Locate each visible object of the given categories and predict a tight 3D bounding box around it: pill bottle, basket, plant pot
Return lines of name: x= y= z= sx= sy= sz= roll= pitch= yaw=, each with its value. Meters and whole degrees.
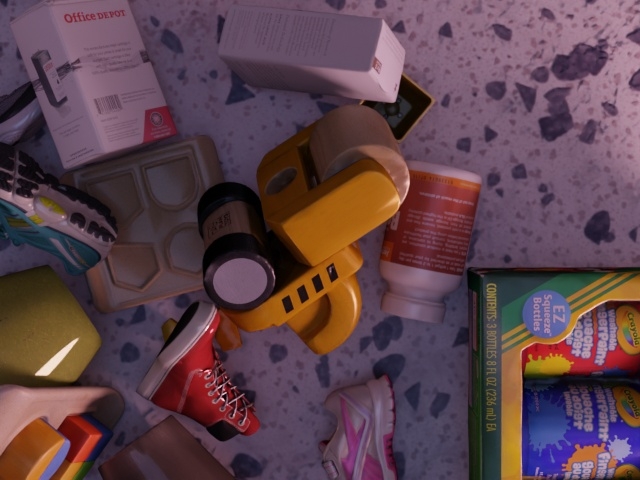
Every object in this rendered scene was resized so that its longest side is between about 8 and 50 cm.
pill bottle: x=0.149 y=0.001 z=1.773 sx=0.121 sy=0.121 sz=0.216 roll=12 pitch=91 yaw=-1
basket: x=-0.194 y=0.372 z=1.772 sx=0.204 sy=0.154 sz=0.227 roll=-35 pitch=88 yaw=0
plant pot: x=0.104 y=-0.190 z=1.786 sx=0.081 sy=0.083 sz=0.081 roll=39 pitch=92 yaw=-1
plant pot: x=-0.456 y=0.170 z=1.724 sx=0.293 sy=0.275 sz=0.275 roll=-35 pitch=92 yaw=-14

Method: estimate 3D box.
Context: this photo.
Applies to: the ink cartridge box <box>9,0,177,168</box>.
ink cartridge box: x=-0.311 y=-0.223 z=1.739 sx=0.092 sy=0.158 sz=0.218 roll=-17 pitch=93 yaw=36

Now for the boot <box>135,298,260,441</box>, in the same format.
boot: x=-0.141 y=0.187 z=1.740 sx=0.176 sy=0.244 sz=0.088 roll=32 pitch=52 yaw=-2

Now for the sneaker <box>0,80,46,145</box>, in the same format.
sneaker: x=-0.491 y=-0.178 z=1.773 sx=0.268 sy=0.101 sz=0.153 roll=-42 pitch=94 yaw=4

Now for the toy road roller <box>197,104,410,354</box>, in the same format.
toy road roller: x=0.000 y=0.000 z=1.713 sx=0.329 sy=0.202 sz=0.240 roll=-35 pitch=119 yaw=12

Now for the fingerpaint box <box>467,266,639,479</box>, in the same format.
fingerpaint box: x=0.396 y=0.261 z=1.760 sx=0.371 sy=0.163 sz=0.445 roll=0 pitch=92 yaw=0

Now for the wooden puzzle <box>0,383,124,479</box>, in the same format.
wooden puzzle: x=-0.404 y=0.338 z=1.672 sx=0.080 sy=0.348 sz=0.322 roll=36 pitch=91 yaw=17

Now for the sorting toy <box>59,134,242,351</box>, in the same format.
sorting toy: x=-0.225 y=0.023 z=1.817 sx=0.229 sy=0.041 sz=0.307 roll=-15 pitch=96 yaw=0

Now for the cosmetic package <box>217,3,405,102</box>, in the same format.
cosmetic package: x=-0.011 y=-0.256 z=1.723 sx=0.231 sy=0.117 sz=0.086 roll=8 pitch=78 yaw=21

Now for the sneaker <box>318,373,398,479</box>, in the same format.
sneaker: x=0.054 y=0.319 z=1.800 sx=0.111 sy=0.103 sz=0.252 roll=-2 pitch=85 yaw=4

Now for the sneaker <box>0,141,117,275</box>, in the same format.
sneaker: x=-0.412 y=-0.043 z=1.719 sx=0.275 sy=0.107 sz=0.110 roll=35 pitch=117 yaw=-18
